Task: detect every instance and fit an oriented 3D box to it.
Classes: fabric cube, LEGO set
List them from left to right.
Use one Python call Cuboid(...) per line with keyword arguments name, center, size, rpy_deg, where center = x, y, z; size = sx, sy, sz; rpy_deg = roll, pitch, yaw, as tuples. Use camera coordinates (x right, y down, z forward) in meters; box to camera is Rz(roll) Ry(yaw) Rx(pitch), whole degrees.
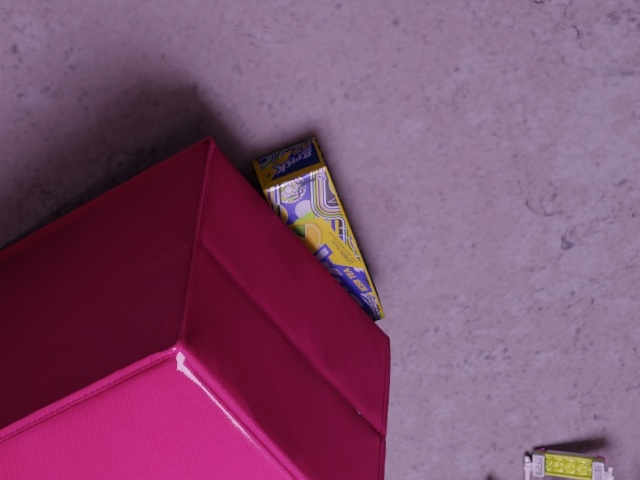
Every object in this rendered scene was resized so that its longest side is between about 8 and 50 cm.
Cuboid(name="fabric cube", center=(-0.119, 0.128, 1.409), size=(0.254, 0.259, 0.258), rpy_deg=(-26, 123, 23))
Cuboid(name="LEGO set", center=(0.186, 0.271, 1.685), size=(0.287, 0.132, 0.107), rpy_deg=(-4, 114, -2))

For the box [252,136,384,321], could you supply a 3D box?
Cuboid(name="box", center=(0.000, 0.000, 1.507), size=(0.059, 0.054, 0.169), rpy_deg=(-21, 125, 2))
